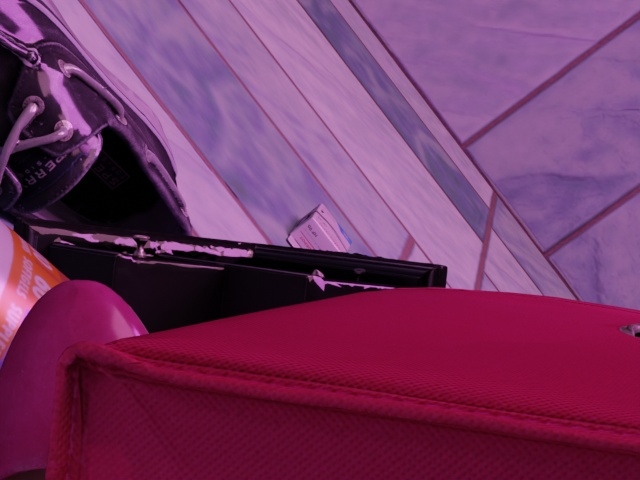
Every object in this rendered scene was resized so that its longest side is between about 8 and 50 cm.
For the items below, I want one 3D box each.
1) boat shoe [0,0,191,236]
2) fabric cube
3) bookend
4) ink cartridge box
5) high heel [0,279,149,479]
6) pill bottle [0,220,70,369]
[{"bbox_3d":[-0.167,-0.065,0.830,0.102,0.108,0.301,61,9,34],"label":"boat shoe"},{"bbox_3d":[0.080,0.156,0.437,0.258,0.254,0.259,0,97,-71],"label":"fabric cube"},{"bbox_3d":[-0.050,0.035,0.736,0.157,0.072,0.156,6,0,-39],"label":"bookend"},{"bbox_3d":[0.000,0.000,1.354,0.048,0.028,0.083,52,14,-6],"label":"ink cartridge box"},{"bbox_3d":[-0.090,0.132,0.450,0.117,0.082,0.244,21,76,-79],"label":"high heel"},{"bbox_3d":[-0.100,0.095,0.597,0.216,0.121,0.121,45,16,-31],"label":"pill bottle"}]
